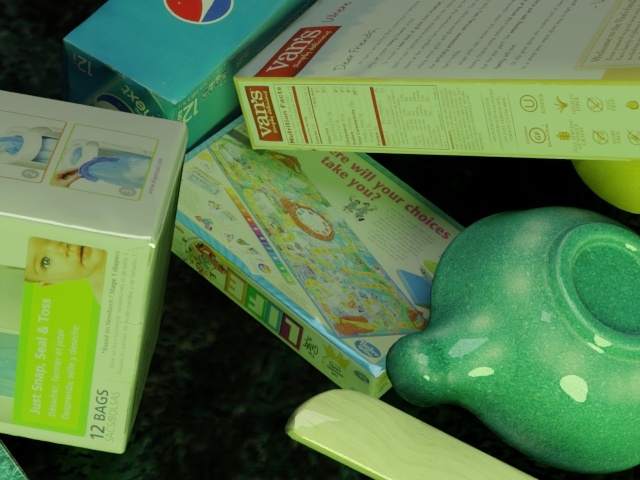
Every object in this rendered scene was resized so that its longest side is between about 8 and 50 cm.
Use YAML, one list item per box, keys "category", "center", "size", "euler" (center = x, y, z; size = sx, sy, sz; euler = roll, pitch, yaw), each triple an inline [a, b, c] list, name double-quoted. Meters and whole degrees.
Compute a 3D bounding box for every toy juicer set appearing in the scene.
- category: "toy juicer set"
  center: [0.140, 0.067, 0.769]
  size: [0.209, 0.089, 0.329]
  euler: [43, 50, 4]

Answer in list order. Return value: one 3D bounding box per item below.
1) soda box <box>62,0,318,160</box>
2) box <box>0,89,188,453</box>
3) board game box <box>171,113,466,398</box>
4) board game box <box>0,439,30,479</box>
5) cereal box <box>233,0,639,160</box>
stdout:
- category: "soda box"
  center: [-0.045, -0.124, 0.893]
  size: [0.071, 0.067, 0.210]
  euler: [30, 52, 15]
- category: "box"
  center: [-0.169, 0.002, 0.725]
  size: [0.203, 0.114, 0.103]
  euler: [11, 32, -2]
- category: "board game box"
  center: [0.000, 0.000, 0.826]
  size: [0.154, 0.026, 0.103]
  euler: [38, 55, 20]
- category: "board game box"
  center: [-0.139, 0.167, 0.666]
  size: [0.126, 0.026, 0.186]
  euler: [-27, 60, -28]
- category: "cereal box"
  center: [0.101, -0.097, 0.817]
  size: [0.240, 0.047, 0.173]
  euler: [4, 33, 32]
